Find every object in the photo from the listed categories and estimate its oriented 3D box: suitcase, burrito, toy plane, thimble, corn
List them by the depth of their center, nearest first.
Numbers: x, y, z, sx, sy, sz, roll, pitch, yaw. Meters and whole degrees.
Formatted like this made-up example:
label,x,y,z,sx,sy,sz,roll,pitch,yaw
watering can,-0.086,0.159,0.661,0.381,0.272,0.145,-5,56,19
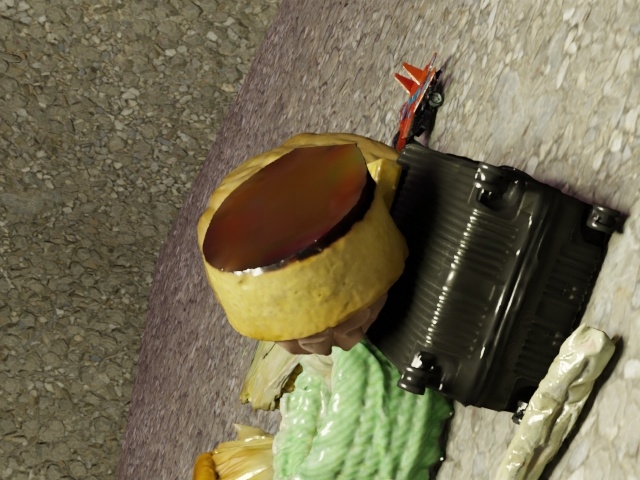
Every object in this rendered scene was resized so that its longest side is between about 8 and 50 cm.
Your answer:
label,x,y,z,sx,sy,sz,roll,pitch,yaw
burrito,0.206,0.155,1.169,0.041,0.045,0.185,-23,-40,-60
suitcase,0.144,0.028,1.344,0.335,0.152,0.230,-142,72,-75
thimble,0.043,0.212,1.499,0.219,0.150,0.219,-161,90,-75
toy plane,0.130,-0.166,1.828,0.130,0.061,0.189,134,146,-58
corn,-0.026,0.120,1.915,0.123,0.122,0.305,31,107,29

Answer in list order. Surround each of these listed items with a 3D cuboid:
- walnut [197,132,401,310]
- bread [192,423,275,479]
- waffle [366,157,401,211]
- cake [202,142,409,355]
label,x,y,z,sx,sy,sz,roll,pitch,yaw
walnut,-0.001,-0.002,1.681,0.313,0.277,0.252,6,118,44
bread,-0.082,0.387,1.597,0.388,0.183,0.236,-89,-17,-77
waffle,0.036,0.004,1.446,0.125,0.032,0.191,-176,106,-78
cake,0.002,0.030,1.302,0.207,0.178,0.185,-41,32,-7
